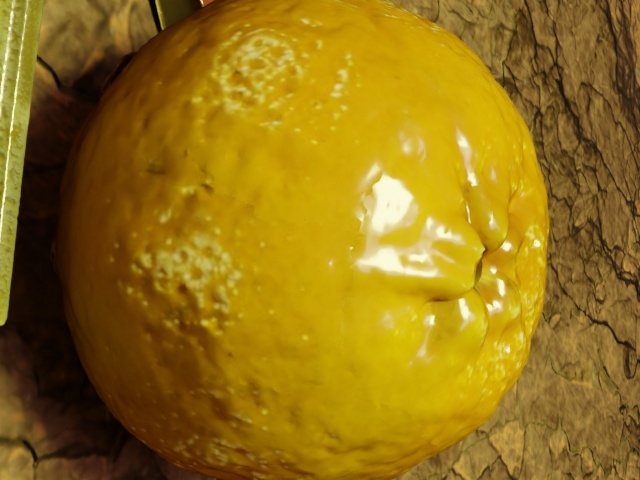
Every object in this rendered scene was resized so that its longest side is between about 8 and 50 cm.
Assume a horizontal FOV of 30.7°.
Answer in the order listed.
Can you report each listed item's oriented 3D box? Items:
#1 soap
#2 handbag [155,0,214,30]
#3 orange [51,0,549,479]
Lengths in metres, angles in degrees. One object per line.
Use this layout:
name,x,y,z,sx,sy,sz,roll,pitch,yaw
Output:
soap,-0.204,-0.080,0.648,0.092,0.037,0.252,18,74,-55
handbag,-0.078,-0.204,0.924,0.127,0.063,0.190,-32,114,-53
orange,0.000,0.000,0.768,0.341,0.293,0.340,-11,105,-49
